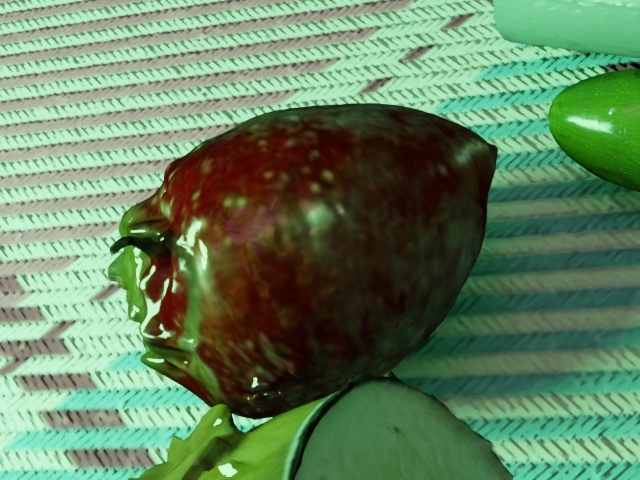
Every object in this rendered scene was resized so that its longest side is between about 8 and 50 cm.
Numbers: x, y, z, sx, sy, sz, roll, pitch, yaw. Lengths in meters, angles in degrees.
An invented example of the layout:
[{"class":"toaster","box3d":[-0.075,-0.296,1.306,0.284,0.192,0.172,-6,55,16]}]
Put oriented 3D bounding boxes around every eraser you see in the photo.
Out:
[{"class":"eraser","box3d":[0.253,-0.181,0.830,0.227,0.081,0.174,13,41,33]}]

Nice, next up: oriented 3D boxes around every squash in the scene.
[{"class":"squash","box3d":[0.279,-0.058,0.731,0.293,0.082,0.082,4,54,24]}]

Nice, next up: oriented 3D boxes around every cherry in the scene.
[{"class":"cherry","box3d":[0.000,0.000,0.737,0.250,0.192,0.175,-28,84,-15]}]

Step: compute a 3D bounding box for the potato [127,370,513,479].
[{"class":"potato","box3d":[-0.004,0.231,0.530,0.196,0.246,0.299,-32,47,33]}]
